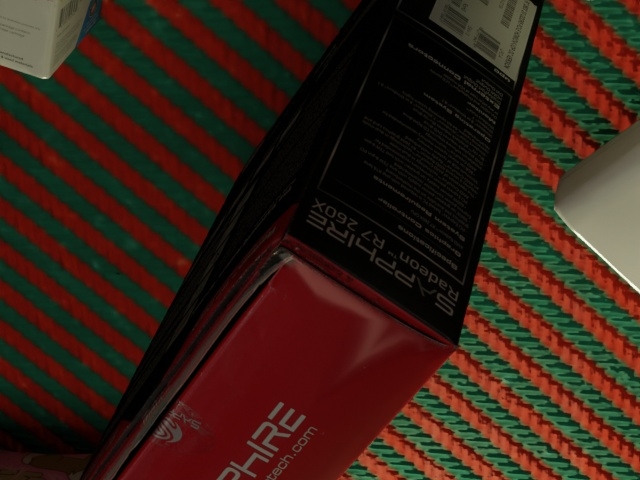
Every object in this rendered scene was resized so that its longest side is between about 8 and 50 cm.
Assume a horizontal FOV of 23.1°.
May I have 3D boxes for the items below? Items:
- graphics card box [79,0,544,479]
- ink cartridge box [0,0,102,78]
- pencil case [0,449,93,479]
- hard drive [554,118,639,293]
[{"bbox_3d":[0.000,0.000,0.810,0.094,0.371,0.233,32,123,-8],"label":"graphics card box"},{"bbox_3d":[-0.158,-0.170,0.906,0.052,0.088,0.122,19,125,4],"label":"ink cartridge box"},{"bbox_3d":[-0.190,0.219,1.132,0.386,0.160,0.167,1,124,14],"label":"pencil case"},{"bbox_3d":[0.336,-0.045,0.845,0.233,0.047,0.353,41,125,-17],"label":"hard drive"}]
